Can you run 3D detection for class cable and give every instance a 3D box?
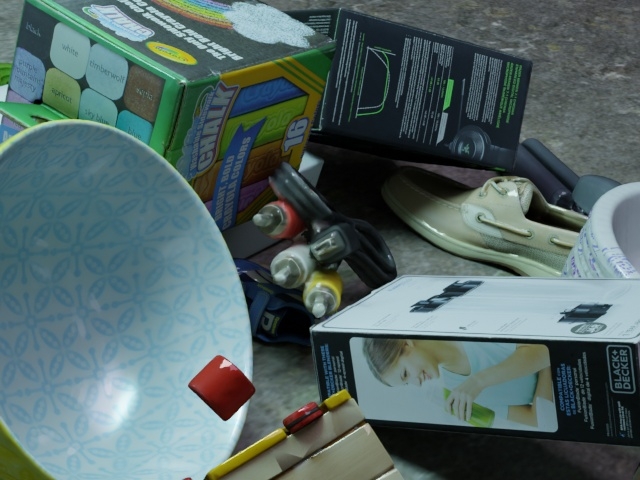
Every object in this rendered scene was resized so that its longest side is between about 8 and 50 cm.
[{"bbox_3d":[0.000,0.000,1.327,0.139,0.072,0.287,60,9,6],"label":"cable"}]

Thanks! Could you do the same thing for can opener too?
[{"bbox_3d":[0.305,-0.068,1.697,0.076,0.095,0.283,3,29,-27],"label":"can opener"}]

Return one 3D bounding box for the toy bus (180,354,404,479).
[{"bbox_3d":[-0.039,0.192,0.977,0.202,0.190,0.104,15,-17,-3],"label":"toy bus"}]

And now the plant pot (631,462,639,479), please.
[{"bbox_3d":[0.319,0.209,1.066,0.215,0.215,0.230,17,12,2],"label":"plant pot"}]

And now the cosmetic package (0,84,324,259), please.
[{"bbox_3d":[-0.216,-0.059,1.384,0.284,0.097,0.377,30,29,21],"label":"cosmetic package"}]

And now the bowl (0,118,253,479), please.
[{"bbox_3d":[-0.200,0.069,1.035,0.156,0.289,0.289,-18,6,34],"label":"bowl"}]

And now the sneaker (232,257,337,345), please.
[{"bbox_3d":[-0.057,0.058,1.295,0.144,0.053,0.059,15,28,1],"label":"sneaker"}]

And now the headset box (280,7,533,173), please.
[{"bbox_3d":[0.061,-0.165,1.584,0.283,0.131,0.246,9,1,-34],"label":"headset box"}]

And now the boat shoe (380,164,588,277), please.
[{"bbox_3d":[0.210,-0.025,1.556,0.302,0.098,0.109,27,28,21],"label":"boat shoe"}]

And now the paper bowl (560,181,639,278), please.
[{"bbox_3d":[0.367,0.078,1.362,0.284,0.148,0.284,13,34,-9],"label":"paper bowl"}]

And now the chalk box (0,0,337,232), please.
[{"bbox_3d":[-0.153,-0.107,1.214,0.180,0.179,0.289,31,31,24],"label":"chalk box"}]

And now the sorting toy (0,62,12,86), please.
[{"bbox_3d":[-0.311,-0.210,1.599,0.366,0.126,0.127,-6,34,-39],"label":"sorting toy"}]

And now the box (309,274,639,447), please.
[{"bbox_3d":[0.158,0.093,1.175,0.290,0.087,0.169,0,15,32],"label":"box"}]
